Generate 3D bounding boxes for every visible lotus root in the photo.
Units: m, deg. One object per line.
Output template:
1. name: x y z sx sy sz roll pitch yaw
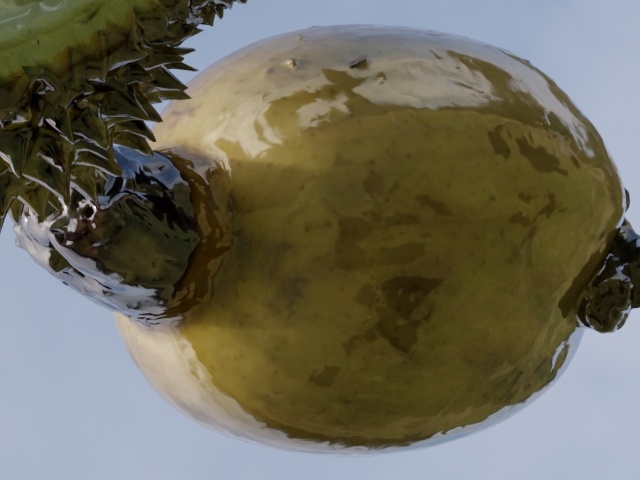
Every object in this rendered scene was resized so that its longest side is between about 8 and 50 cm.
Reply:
1. lotus root: 0.000 0.000 0.759 0.310 0.183 0.182 -2 -67 -46

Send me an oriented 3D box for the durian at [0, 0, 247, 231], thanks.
1. durian: -0.096 -0.098 0.465 0.237 0.138 0.193 11 -83 -25
